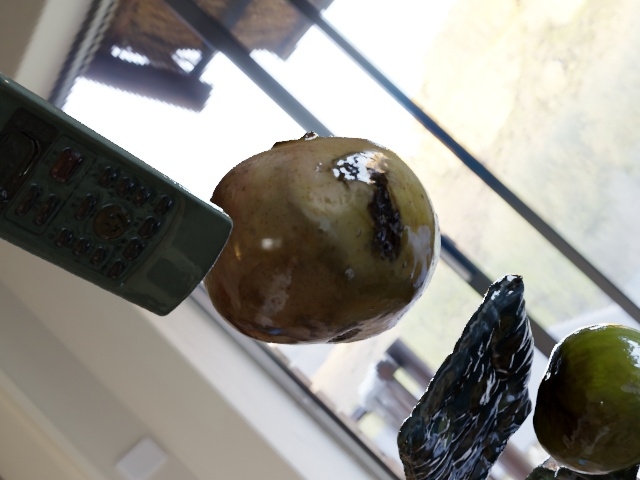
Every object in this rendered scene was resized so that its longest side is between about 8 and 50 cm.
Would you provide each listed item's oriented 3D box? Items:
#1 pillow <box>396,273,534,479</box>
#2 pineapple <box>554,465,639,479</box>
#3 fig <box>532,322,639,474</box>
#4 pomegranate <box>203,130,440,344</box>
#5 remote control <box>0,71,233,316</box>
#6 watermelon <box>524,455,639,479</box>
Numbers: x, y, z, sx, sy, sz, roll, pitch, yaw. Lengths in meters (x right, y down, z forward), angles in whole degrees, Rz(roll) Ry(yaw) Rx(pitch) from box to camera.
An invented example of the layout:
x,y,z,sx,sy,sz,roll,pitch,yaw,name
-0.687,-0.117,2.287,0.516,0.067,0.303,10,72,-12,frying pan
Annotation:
x,y,z,sx,sy,sz,roll,pitch,yaw,name
0.134,0.159,0.976,0.189,0.034,0.256,-49,-32,-22,pillow
0.386,0.384,1.273,0.141,0.310,0.170,-22,-14,-39,pineapple
0.252,0.139,0.966,0.153,0.120,0.136,-2,69,58,fig
0.000,0.000,1.424,0.322,0.322,0.322,-45,-9,-9,pomegranate
-0.203,-0.030,0.957,0.285,0.038,0.123,35,-84,-39,remote control
0.347,0.321,1.450,0.139,0.187,0.071,-118,41,-74,watermelon
